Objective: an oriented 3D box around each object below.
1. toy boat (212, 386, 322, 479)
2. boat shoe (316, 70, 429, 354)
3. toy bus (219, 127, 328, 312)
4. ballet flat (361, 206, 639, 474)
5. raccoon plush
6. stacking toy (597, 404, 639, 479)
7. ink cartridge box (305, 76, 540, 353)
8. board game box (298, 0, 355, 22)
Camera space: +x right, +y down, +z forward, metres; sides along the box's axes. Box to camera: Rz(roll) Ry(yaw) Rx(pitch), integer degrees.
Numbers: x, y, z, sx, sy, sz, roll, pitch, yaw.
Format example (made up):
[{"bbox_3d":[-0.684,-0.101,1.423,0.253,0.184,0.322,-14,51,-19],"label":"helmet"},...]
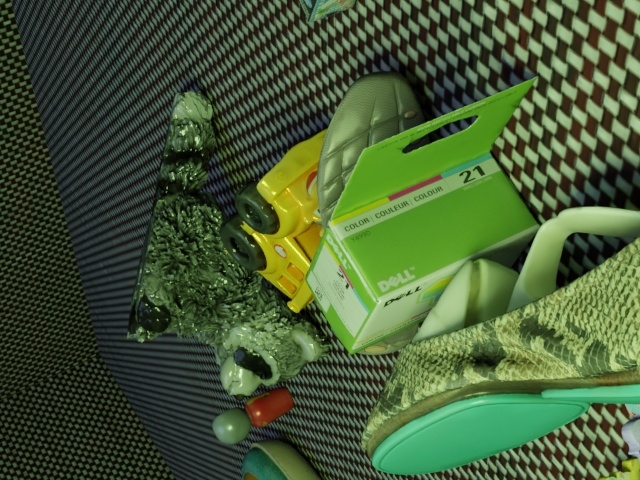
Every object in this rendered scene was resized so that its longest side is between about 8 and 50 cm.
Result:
[{"bbox_3d":[-0.094,0.416,1.994,0.267,0.148,0.318,31,140,56],"label":"toy boat"},{"bbox_3d":[0.055,-0.035,1.206,0.116,0.123,0.324,-90,3,-63],"label":"boat shoe"},{"bbox_3d":[0.000,0.000,1.363,0.211,0.149,0.220,48,153,9],"label":"toy bus"},{"bbox_3d":[0.187,0.078,0.910,0.483,0.164,0.182,-34,53,58],"label":"ballet flat"},{"bbox_3d":[-0.116,0.015,1.684,0.216,0.299,0.447,-142,64,-77],"label":"raccoon plush"},{"bbox_3d":[0.272,0.144,0.976,0.221,0.052,0.167,64,159,6],"label":"stacking toy"},{"bbox_3d":[0.106,-0.015,1.007,0.097,0.188,0.255,60,158,18],"label":"ink cartridge box"},{"bbox_3d":[0.003,-0.342,1.083,0.194,0.060,0.194,66,158,1],"label":"board game box"}]
